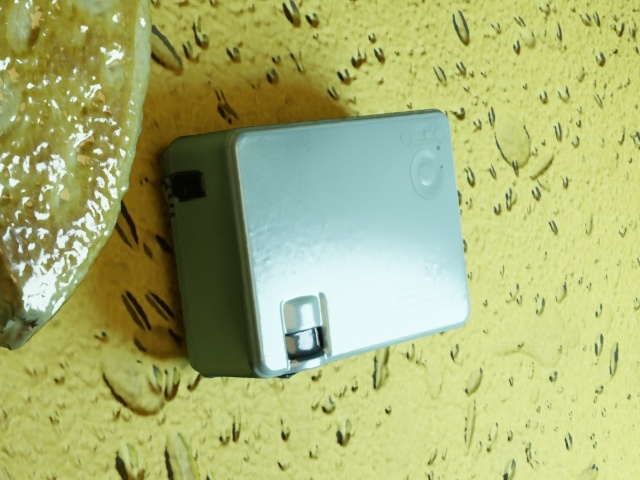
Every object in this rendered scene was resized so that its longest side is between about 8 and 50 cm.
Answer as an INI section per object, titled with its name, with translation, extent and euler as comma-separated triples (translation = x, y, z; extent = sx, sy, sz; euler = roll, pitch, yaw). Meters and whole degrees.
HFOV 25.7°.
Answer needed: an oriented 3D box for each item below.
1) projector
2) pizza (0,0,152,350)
[projector]
translation = 0.000, 0.000, 1.125
extent = 0.257, 0.099, 0.192
euler = -11, 94, -45
[pizza]
translation = -0.186, -0.101, 0.956
extent = 0.258, 0.087, 0.268
euler = -41, 116, -43
